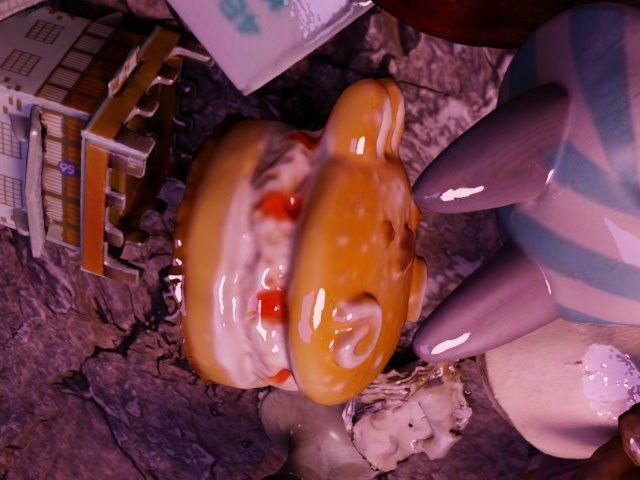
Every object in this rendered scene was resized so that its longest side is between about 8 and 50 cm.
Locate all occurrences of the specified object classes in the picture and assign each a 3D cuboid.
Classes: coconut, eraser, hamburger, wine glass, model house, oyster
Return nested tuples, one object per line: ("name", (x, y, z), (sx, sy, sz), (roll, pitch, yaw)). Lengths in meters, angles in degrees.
("coconut", (0.261, 0.089, 1.154), (0.234, 0.224, 0.224), (-4, 126, 40))
("eraser", (-0.081, -0.279, 1.074), (0.290, 0.104, 0.189), (51, 135, -8))
("hamburger", (0.000, 0.000, 1.219), (0.186, 0.261, 0.302), (4, 89, 20))
("wine glass", (-0.056, 0.328, 1.455), (0.190, 0.357, 0.190), (17, 138, 16))
("model house", (-0.235, -0.101, 1.280), (0.215, 0.198, 0.224), (20, 138, 8))
("oyster", (0.104, 0.170, 1.436), (0.163, 0.081, 0.191), (28, 127, -32))

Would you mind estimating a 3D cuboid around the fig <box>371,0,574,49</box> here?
("fig", (0.116, -0.244, 0.933), (0.263, 0.224, 0.224), (29, 139, -19))

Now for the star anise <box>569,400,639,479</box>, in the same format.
("star anise", (0.338, 0.189, 1.047), (0.315, 0.108, 0.315), (-5, 140, -4))

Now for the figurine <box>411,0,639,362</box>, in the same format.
("figurine", (0.229, 0.009, 0.838), (0.361, 0.378, 0.266), (57, 168, 17))

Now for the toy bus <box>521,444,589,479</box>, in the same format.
("toy bus", (0.396, 0.383, 1.319), (0.440, 0.249, 0.209), (46, 136, -14))
